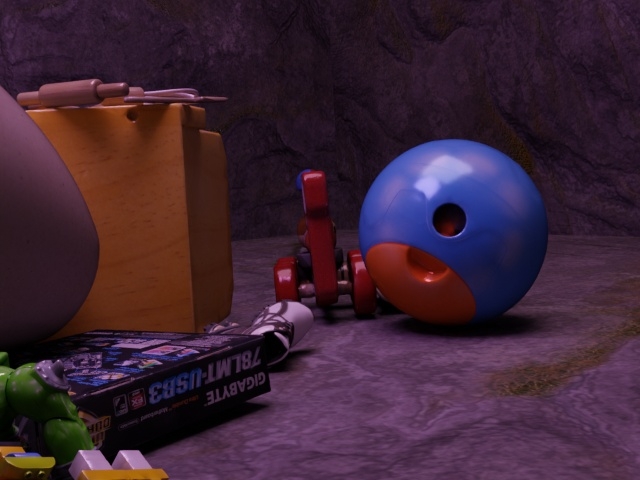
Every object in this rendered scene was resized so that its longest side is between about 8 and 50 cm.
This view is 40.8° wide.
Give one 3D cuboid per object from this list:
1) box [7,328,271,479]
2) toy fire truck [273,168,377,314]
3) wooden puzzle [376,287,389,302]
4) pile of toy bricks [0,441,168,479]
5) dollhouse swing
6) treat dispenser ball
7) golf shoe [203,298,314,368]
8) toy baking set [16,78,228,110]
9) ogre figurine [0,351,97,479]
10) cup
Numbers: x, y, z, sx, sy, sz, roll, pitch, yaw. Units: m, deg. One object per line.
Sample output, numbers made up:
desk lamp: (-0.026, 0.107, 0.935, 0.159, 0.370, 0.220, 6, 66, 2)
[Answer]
box: (-0.256, 0.154, 0.897, 0.295, 0.073, 0.293, -3, 6, 36)
toy fire truck: (0.000, 0.000, 1.517, 0.169, 0.254, 0.302, -5, 4, 0)
wooden puzzle: (0.212, 0.096, 1.575, 0.238, 0.044, 0.221, 1, 4, -1)
pile of toy bricks: (-0.168, 0.181, 0.457, 0.212, 0.118, 0.105, 16, 17, -49)
dollhouse swing: (-0.278, -0.008, 1.245, 0.315, 0.347, 0.305, -4, 5, -9)
treat dispenser ball: (0.202, -0.012, 1.321, 0.288, 0.288, 0.288, -3, 4, 0)
golf shoe: (-0.061, 0.133, 1.127, 0.093, 0.077, 0.198, 14, 21, 38)
toy baking set: (-0.264, -0.191, 1.141, 0.256, 0.030, 0.196, -1, 5, 25)
ogre figurine: (-0.260, 0.151, 0.656, 0.197, 0.118, 0.097, -2, 5, 27)
cup: (-0.384, -0.001, 0.933, 0.331, 0.331, 0.237, 0, -23, 34)
